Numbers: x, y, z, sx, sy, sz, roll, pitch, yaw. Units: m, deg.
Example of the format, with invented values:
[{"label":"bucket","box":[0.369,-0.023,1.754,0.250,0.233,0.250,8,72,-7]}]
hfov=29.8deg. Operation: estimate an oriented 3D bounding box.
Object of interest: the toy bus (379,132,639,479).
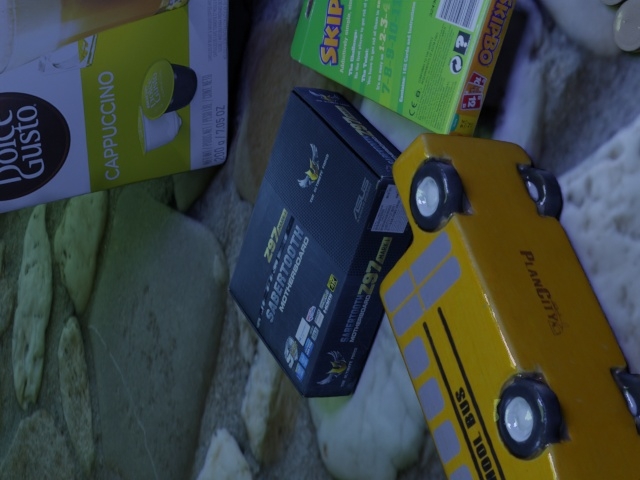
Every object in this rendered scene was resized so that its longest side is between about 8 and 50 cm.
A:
[{"label":"toy bus","box":[0.136,0.085,0.849,0.130,0.108,0.333,-53,46,44]}]

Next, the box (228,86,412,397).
[{"label":"box","box":[0.000,0.000,1.116,0.183,0.059,0.233,51,129,48]}]

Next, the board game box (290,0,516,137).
[{"label":"board game box","box":[0.059,-0.180,1.004,0.259,0.039,0.124,35,114,50]}]

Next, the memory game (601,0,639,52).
[{"label":"memory game","box":[0.247,-0.198,0.780,0.186,0.012,0.186,-7,81,58]}]

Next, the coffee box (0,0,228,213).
[{"label":"coffee box","box":[-0.311,-0.271,1.297,0.338,0.334,0.338,-123,28,-43]}]
